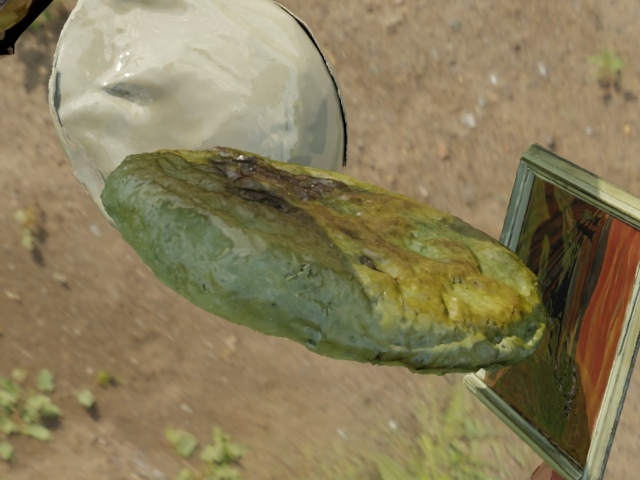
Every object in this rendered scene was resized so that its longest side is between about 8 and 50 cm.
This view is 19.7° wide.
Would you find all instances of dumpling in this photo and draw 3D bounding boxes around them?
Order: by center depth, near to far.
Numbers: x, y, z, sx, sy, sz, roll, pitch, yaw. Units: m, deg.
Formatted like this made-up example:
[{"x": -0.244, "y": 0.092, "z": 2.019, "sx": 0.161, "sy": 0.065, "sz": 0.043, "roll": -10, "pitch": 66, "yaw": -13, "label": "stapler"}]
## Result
[{"x": -0.097, "y": -0.095, "z": 1.524, "sx": 0.181, "sy": 0.260, "sz": 0.341, "roll": -1, "pitch": 106, "yaw": 41, "label": "dumpling"}]

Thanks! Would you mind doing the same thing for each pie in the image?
[{"x": 0.000, "y": 0.000, "z": 1.291, "sx": 0.323, "sy": 0.323, "sz": 0.070, "roll": 27, "pitch": 110, "yaw": 20, "label": "pie"}]

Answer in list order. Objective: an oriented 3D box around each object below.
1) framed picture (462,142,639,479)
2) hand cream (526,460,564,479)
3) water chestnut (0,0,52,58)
[{"x": 0.176, "y": 0.051, "z": 1.386, "sx": 0.016, "sy": 0.273, "sz": 0.216, "roll": 11, "pitch": 99, "yaw": -17, "label": "framed picture"}, {"x": 0.185, "y": 0.293, "z": 1.402, "sx": 0.149, "sy": 0.230, "sz": 0.230, "roll": 32, "pitch": 80, "yaw": 2, "label": "hand cream"}, {"x": -0.300, "y": -0.254, "z": 1.068, "sx": 0.335, "sy": 0.335, "sz": 0.347, "roll": -24, "pitch": 83, "yaw": 4, "label": "water chestnut"}]
